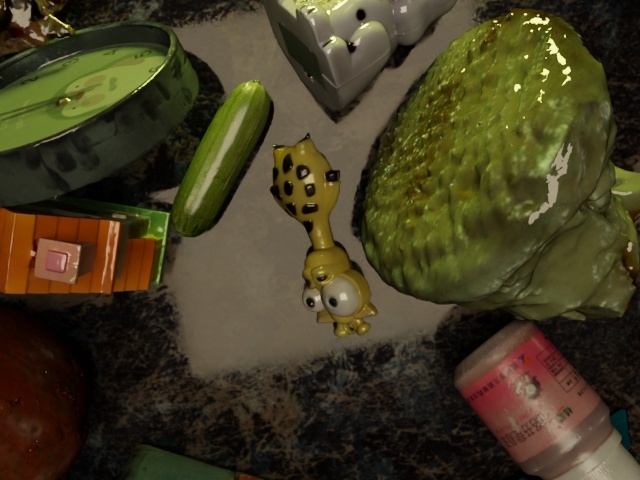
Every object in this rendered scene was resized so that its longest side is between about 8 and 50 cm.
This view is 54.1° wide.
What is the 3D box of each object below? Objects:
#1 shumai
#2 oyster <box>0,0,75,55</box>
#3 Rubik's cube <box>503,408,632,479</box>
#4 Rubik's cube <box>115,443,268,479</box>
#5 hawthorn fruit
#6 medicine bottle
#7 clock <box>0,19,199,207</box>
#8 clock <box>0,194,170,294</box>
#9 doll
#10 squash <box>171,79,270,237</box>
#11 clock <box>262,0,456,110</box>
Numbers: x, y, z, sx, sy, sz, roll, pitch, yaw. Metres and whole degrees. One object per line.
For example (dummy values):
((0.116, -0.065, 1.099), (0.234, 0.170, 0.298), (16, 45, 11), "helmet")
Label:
((0.247, -0.049, 0.742), (0.323, 0.397, 0.324), (27, 99, -20), "shumai")
((-0.488, -0.346, 0.818), (0.360, 0.096, 0.222), (-10, 76, 8), "oyster")
((0.345, 0.398, 0.834), (0.249, 0.234, 0.285), (2, 97, 1), "Rubik's cube")
((-0.170, 0.501, 0.806), (0.313, 0.318, 0.316), (18, 97, -3), "Rubik's cube")
((-0.444, 0.214, 0.800), (0.315, 0.316, 0.316), (0, 96, 0), "hawthorn fruit")
((0.300, 0.234, 0.828), (0.147, 0.147, 0.247), (-40, 71, 4), "medicine bottle")
((-0.305, -0.163, 0.747), (0.318, 0.319, 0.066), (-18, 130, 2), "clock")
((-0.333, 0.007, 0.784), (0.219, 0.255, 0.106), (10, 96, 0), "clock")
((-0.001, 0.000, 0.870), (0.117, 0.086, 0.291), (-9, 100, 42), "doll")
((-0.138, -0.113, 0.867), (0.069, 0.069, 0.239), (29, 95, -3), "squash")
((0.074, -0.308, 0.804), (0.253, 0.189, 0.189), (-35, 95, -2), "clock")
